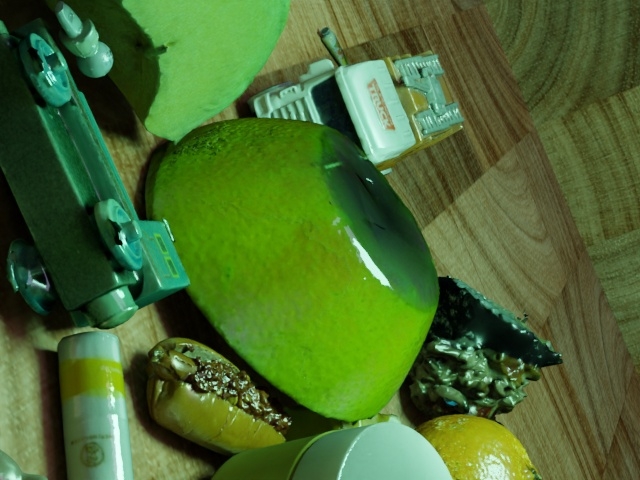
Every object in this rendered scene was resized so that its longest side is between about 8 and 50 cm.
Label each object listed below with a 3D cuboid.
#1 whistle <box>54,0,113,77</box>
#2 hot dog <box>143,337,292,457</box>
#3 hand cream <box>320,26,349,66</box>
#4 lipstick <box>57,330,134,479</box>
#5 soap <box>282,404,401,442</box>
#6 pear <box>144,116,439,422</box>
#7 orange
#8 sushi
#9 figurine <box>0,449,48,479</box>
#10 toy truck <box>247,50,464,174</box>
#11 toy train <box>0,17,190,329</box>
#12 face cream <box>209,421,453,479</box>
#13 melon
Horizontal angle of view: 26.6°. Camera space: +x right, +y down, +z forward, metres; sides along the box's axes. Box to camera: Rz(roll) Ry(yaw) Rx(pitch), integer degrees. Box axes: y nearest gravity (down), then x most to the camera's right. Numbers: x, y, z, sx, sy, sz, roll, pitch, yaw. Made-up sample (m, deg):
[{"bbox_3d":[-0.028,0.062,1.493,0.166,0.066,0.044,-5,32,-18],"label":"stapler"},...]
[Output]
[{"bbox_3d":[-0.219,-0.183,1.248,0.100,0.035,0.035,61,19,-55],"label":"whistle"},{"bbox_3d":[-0.100,0.167,1.384,0.249,0.076,0.102,40,39,-52],"label":"hot dog"},{"bbox_3d":[0.028,-0.306,2.197,0.102,0.022,0.035,54,21,-43],"label":"hand cream"},{"bbox_3d":[-0.188,0.209,1.161,0.059,0.059,0.264,33,42,-56],"label":"lipstick"},{"bbox_3d":[0.052,0.344,1.561,0.199,0.091,0.315,28,46,-58],"label":"soap"},{"bbox_3d":[0.001,-0.001,1.530,0.399,0.165,0.399,41,26,-25],"label":"pear"},{"bbox_3d":[0.172,0.290,1.560,0.193,0.161,0.193,47,29,-35],"label":"orange"},{"bbox_3d":[0.213,0.184,1.974,0.238,0.219,0.225,25,4,-24],"label":"sushi"},{"bbox_3d":[-0.279,0.168,0.847,0.344,0.187,0.215,64,33,-30],"label":"figurine"},{"bbox_3d":[0.064,-0.171,1.901,0.173,0.207,0.387,68,22,-2],"label":"toy truck"},{"bbox_3d":[-0.234,-0.059,1.234,0.298,0.120,0.194,65,9,4],"label":"toy train"},{"bbox_3d":[0.011,0.298,1.320,0.218,0.179,0.218,25,57,-45],"label":"face cream"},{"bbox_3d":[-0.187,-0.245,1.358,0.343,0.331,0.226,56,39,-75],"label":"melon"}]
